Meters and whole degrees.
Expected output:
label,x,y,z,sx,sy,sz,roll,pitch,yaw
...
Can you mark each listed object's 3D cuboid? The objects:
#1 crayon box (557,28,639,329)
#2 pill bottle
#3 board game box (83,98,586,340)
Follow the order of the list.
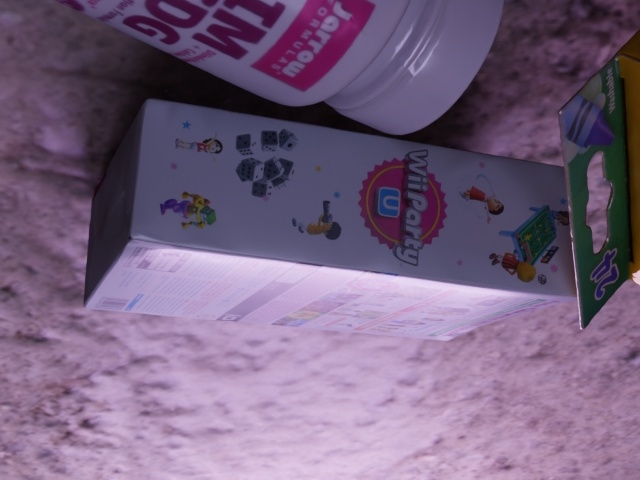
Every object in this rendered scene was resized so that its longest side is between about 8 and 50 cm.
label,x,y,z,sx,sy,sz,roll,pitch,yaw
crayon box,0.284,-0.093,0.742,0.323,0.083,0.203,-44,141,-22
pill bottle,-0.042,-0.174,0.664,0.283,0.160,0.160,22,127,-30
board game box,0.000,0.000,0.829,0.303,0.097,0.224,8,165,-18
